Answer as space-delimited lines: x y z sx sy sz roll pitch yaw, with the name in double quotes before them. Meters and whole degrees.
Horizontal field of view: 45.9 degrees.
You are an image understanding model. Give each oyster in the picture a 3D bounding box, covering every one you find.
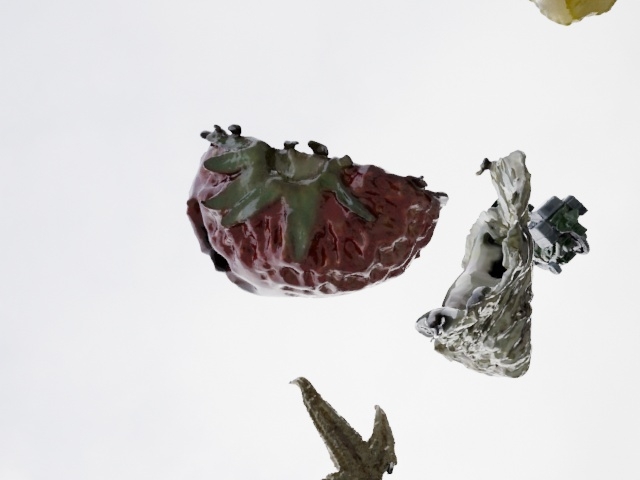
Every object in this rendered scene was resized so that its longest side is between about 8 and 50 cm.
"oyster" 0.090 0.023 0.377 0.200 0.061 0.106 20 -89 -75

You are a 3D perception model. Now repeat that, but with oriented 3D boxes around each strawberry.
"strawberry" -0.017 -0.006 0.782 0.254 0.280 0.150 17 -97 5

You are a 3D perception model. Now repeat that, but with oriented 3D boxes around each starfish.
"starfish" 0.026 0.275 0.840 0.138 0.050 0.247 17 -131 -18

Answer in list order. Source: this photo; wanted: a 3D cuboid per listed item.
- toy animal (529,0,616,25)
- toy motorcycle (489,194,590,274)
"toy animal" 0.318 -0.394 1.062 0.230 0.156 0.156 11 -102 -5
"toy motorcycle" 0.428 -0.024 1.496 0.125 0.274 0.187 -43 -94 -12
